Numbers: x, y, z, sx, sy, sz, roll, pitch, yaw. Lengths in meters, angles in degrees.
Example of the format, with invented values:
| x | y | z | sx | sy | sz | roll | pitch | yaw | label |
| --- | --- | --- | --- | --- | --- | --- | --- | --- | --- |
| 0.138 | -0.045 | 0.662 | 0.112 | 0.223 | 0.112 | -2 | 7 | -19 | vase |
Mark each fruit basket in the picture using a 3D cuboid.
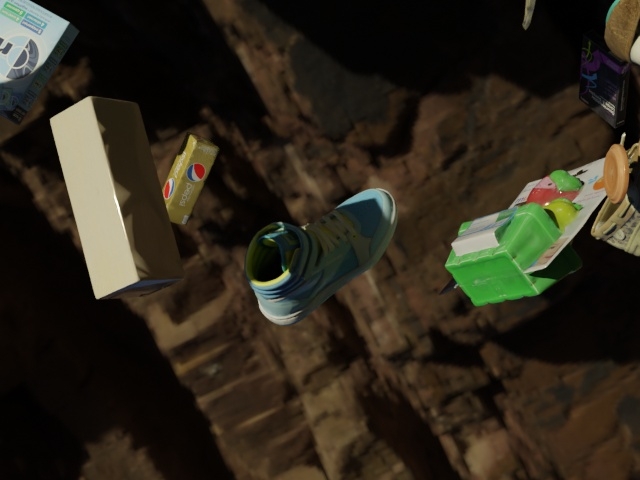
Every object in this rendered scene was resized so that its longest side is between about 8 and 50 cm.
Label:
| x | y | z | sx | sy | sz | roll | pitch | yaw | label |
| --- | --- | --- | --- | --- | --- | --- | --- | --- | --- |
| 0.401 | -0.042 | 2.210 | 0.165 | 0.327 | 0.353 | 46 | -118 | -16 | fruit basket |

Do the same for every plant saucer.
| x | y | z | sx | sy | sz | roll | pitch | yaw | label |
| --- | --- | --- | --- | --- | --- | --- | --- | --- | --- |
| 0.411 | -0.093 | 1.637 | 0.083 | 0.013 | 0.083 | 179 | 90 | -86 | plant saucer |

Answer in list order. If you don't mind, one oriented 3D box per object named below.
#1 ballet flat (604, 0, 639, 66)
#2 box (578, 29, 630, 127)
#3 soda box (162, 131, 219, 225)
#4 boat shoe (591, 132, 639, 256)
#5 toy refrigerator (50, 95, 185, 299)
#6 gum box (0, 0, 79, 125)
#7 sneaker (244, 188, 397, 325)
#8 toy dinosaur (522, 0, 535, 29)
| x | y | z | sx | sy | sz | roll | pitch | yaw | label |
| --- | --- | --- | --- | --- | --- | --- | --- | --- | --- |
| 0.404 | -0.265 | 1.328 | 0.342 | 0.116 | 0.124 | 87 | 165 | -68 | ballet flat |
| 0.548 | -0.311 | 2.266 | 0.116 | 0.029 | 0.162 | 50 | 160 | 41 | box |
| -0.275 | -0.127 | 2.407 | 0.058 | 0.181 | 0.061 | 17 | -165 | -32 | soda box |
| 0.471 | -0.073 | 1.777 | 0.285 | 0.089 | 0.104 | 85 | -157 | -54 | boat shoe |
| -0.288 | -0.057 | 1.646 | 0.102 | 0.094 | 0.269 | -1 | -109 | -57 | toy refrigerator |
| -0.507 | -0.303 | 1.904 | 0.157 | 0.184 | 0.041 | 30 | 176 | 18 | gum box |
| 0.000 | 0.000 | 2.058 | 0.127 | 0.319 | 0.208 | 40 | 172 | 28 | sneaker |
| 0.341 | -0.400 | 1.505 | 0.064 | 0.268 | 0.118 | 26 | -142 | -32 | toy dinosaur |
